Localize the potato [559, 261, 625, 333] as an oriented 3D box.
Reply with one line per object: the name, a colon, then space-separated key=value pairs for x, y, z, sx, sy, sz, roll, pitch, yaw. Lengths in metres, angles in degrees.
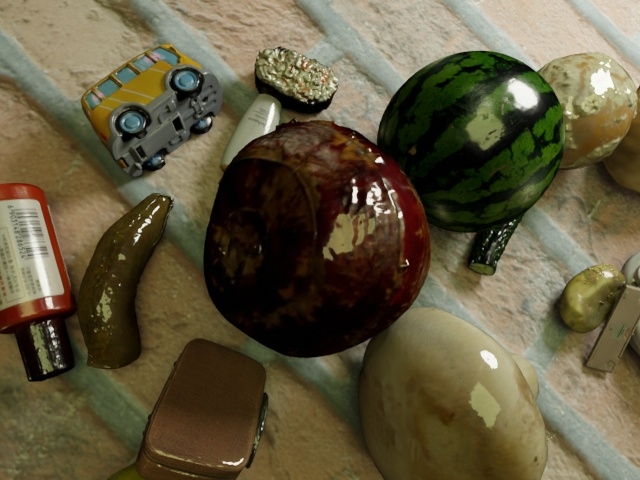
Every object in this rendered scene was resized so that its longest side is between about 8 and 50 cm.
potato: x=0.488 y=0.103 z=0.812 sx=0.138 sy=0.070 sz=0.092 roll=-44 pitch=107 yaw=-5

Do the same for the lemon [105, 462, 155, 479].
lemon: x=-0.229 y=0.386 z=0.575 sx=0.184 sy=0.184 sz=0.248 roll=43 pitch=57 yaw=1

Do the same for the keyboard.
keyboard: x=0.529 y=0.158 z=0.796 sx=0.055 sy=0.017 sz=0.166 roll=15 pitch=107 yaw=-2

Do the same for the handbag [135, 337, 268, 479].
handbag: x=-0.152 y=0.239 z=0.618 sx=0.151 sy=0.193 sz=0.072 roll=23 pitch=118 yaw=-7

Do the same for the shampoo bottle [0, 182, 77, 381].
shampoo bottle: x=-0.422 y=0.063 z=0.647 sx=0.104 sy=0.104 sz=0.278 roll=-19 pitch=81 yaw=-13

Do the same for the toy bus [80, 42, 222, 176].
toy bus: x=-0.274 y=-0.221 z=0.728 sx=0.136 sy=0.126 sz=0.209 roll=44 pitch=74 yaw=11

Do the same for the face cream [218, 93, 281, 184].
face cream: x=-0.121 y=-0.167 z=0.777 sx=0.072 sy=0.051 sz=0.182 roll=23 pitch=76 yaw=-8

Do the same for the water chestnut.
water chestnut: x=0.000 y=0.000 z=0.666 sx=0.302 sy=0.350 sz=0.351 roll=12 pitch=71 yaw=-50

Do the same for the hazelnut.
hazelnut: x=0.667 y=-0.212 z=0.855 sx=0.241 sy=0.261 sz=0.261 roll=28 pitch=72 yaw=30

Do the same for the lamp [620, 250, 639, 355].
lamp: x=0.641 y=0.131 z=0.812 sx=0.179 sy=0.108 sz=0.246 roll=-23 pitch=76 yaw=8

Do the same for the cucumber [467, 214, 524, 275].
cucumber: x=0.331 y=-0.021 z=0.823 sx=0.058 sy=0.058 sz=0.187 roll=35 pitch=76 yaw=-1

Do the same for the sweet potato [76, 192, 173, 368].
sweet potato: x=-0.300 y=0.051 z=0.692 sx=0.112 sy=0.085 sz=0.286 roll=30 pitch=59 yaw=-37

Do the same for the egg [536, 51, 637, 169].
egg: x=0.459 y=-0.235 z=0.819 sx=0.203 sy=0.203 sz=0.245 roll=47 pitch=64 yaw=2

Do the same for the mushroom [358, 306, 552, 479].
mushroom: x=0.211 y=0.231 z=0.646 sx=0.289 sy=0.292 sz=0.293 roll=-6 pitch=78 yaw=-29

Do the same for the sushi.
sushi: x=-0.046 y=-0.283 z=0.801 sx=0.150 sy=0.078 sz=0.091 roll=20 pitch=75 yaw=-6

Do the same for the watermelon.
watermelon: x=0.232 y=-0.155 z=0.717 sx=0.284 sy=0.285 sz=0.286 roll=2 pitch=78 yaw=-9
